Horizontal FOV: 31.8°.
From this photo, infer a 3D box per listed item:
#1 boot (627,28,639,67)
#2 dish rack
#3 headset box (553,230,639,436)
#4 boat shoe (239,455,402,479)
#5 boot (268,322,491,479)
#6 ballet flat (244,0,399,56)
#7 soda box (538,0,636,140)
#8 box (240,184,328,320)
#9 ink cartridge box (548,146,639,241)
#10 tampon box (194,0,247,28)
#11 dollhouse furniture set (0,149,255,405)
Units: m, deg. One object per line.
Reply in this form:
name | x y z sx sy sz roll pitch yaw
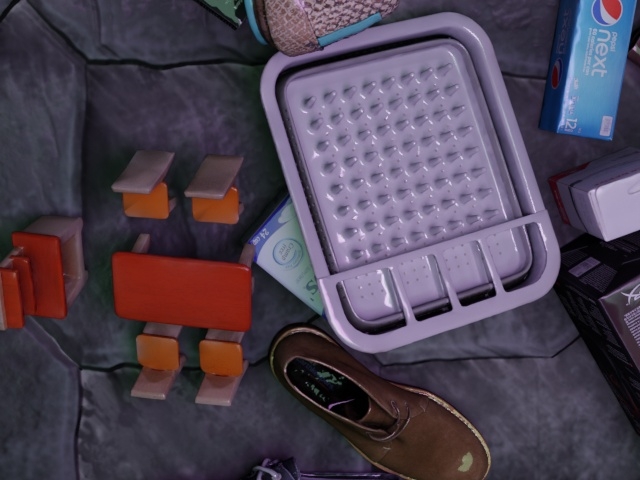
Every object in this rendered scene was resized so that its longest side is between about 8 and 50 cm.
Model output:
boot | 0.493 -0.229 1.280 0.207 0.090 0.248 44 81 -1
dish rack | 0.091 -0.064 1.221 0.285 0.072 0.333 -16 88 -21
headset box | 0.387 0.137 1.263 0.110 0.218 0.293 -31 100 0
boat shoe | -0.049 0.300 1.305 0.301 0.108 0.102 6 99 -9
boot | 0.073 0.211 1.298 0.305 0.115 0.112 33 93 -11
ballet flat | -0.009 -0.408 1.092 0.182 0.164 0.482 -13 72 10
soda box | 0.304 -0.222 1.268 0.067 0.071 0.210 8 99 -8
box | 0.000 0.000 1.275 0.137 0.072 0.126 39 94 -11
ink cartridge box | 0.335 -0.054 1.259 0.109 0.150 0.063 -20 101 -2
tampon box | -0.120 -0.319 1.194 0.161 0.101 0.120 35 95 -11
dollhouse furniture set | -0.199 0.049 1.196 0.259 0.135 0.262 5 118 8
